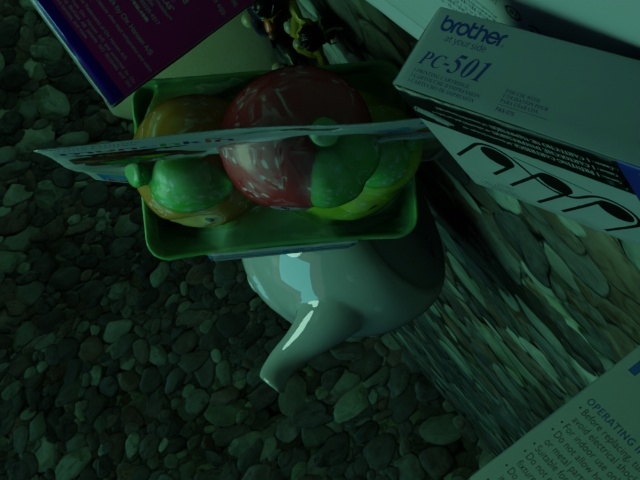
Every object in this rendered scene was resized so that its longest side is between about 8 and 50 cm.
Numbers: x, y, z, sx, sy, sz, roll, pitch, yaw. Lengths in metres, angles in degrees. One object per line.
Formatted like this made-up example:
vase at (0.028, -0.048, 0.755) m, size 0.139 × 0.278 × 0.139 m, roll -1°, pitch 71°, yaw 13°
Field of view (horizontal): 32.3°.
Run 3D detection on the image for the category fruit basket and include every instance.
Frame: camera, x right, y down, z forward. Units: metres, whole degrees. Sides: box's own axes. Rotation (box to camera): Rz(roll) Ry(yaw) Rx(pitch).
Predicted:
fruit basket at (-0.033, -0.058, 0.876) m, size 0.353 × 0.327 × 0.165 m, roll -143°, pitch 47°, yaw -82°

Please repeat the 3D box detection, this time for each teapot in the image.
teapot at (0.000, 0.000, 1.186) m, size 0.252 × 0.187 × 0.256 m, roll 63°, pitch -153°, yaw 5°

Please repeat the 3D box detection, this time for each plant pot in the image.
plant pot at (-0.184, -0.244, 1.278) m, size 0.284 × 0.191 × 0.284 m, roll 62°, pitch 176°, yaw 7°

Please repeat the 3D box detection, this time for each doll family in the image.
doll family at (-0.035, -0.216, 1.043) m, size 0.193 × 0.076 × 0.111 m, roll 56°, pitch 179°, yaw -15°

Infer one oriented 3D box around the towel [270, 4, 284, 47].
towel at (-0.071, -0.265, 1.291) m, size 0.067 × 0.029 × 0.119 m, roll 53°, pitch 176°, yaw 5°

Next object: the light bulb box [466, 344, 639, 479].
light bulb box at (0.223, 0.325, 0.824) m, size 0.225 × 0.361 × 0.358 m, roll 50°, pitch 175°, yaw 46°

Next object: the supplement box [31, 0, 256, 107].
supplement box at (-0.103, -0.210, 0.821) m, size 0.114 × 0.220 × 0.111 m, roll 55°, pitch 174°, yaw -18°

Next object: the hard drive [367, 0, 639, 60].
hard drive at (0.067, -0.152, 0.430) m, size 0.233 × 0.047 × 0.353 m, roll 40°, pitch 174°, yaw 10°

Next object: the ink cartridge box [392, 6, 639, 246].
ink cartridge box at (0.136, -0.032, 0.454) m, size 0.207 × 0.046 × 0.097 m, roll 26°, pitch 171°, yaw 39°
